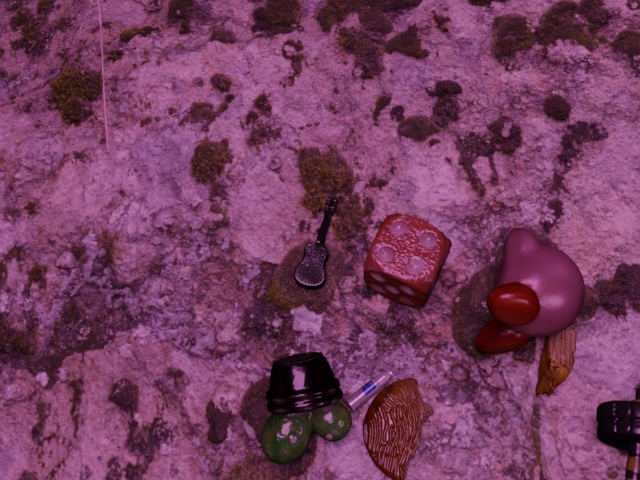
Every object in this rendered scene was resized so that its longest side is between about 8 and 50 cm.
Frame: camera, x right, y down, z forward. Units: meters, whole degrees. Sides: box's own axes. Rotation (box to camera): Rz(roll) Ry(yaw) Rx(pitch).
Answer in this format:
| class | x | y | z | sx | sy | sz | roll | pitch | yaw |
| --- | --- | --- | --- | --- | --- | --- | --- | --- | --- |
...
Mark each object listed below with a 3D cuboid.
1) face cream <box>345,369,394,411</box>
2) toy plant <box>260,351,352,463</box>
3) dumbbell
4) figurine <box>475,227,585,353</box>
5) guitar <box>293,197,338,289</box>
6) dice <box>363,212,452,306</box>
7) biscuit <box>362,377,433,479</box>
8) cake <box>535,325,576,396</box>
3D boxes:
| class | x | y | z | sx | sy | sz | roll | pitch | yaw |
| --- | --- | --- | --- | --- | --- | --- | --- | --- | --- |
| face cream | 0.119 | 0.355 | 1.839 | 0.130 | 0.034 | 0.034 | -36 | 67 | -11 |
| toy plant | -0.041 | 0.386 | 1.777 | 0.217 | 0.175 | 0.235 | -10 | 90 | -6 |
| dumbbell | 0.665 | 0.501 | 1.639 | 0.185 | 0.185 | 0.389 | 11 | 67 | 10 |
| figurine | 0.502 | 0.132 | 1.797 | 0.211 | 0.270 | 0.262 | 17 | 57 | 13 |
| guitar | 0.000 | -0.002 | 2.013 | 0.083 | 0.038 | 0.271 | 12 | 67 | 9 |
| dice | 0.215 | 0.049 | 1.895 | 0.179 | 0.175 | 0.174 | 22 | 68 | 15 |
| biscuit | 0.185 | 0.441 | 1.795 | 0.176 | 0.031 | 0.229 | -14 | 64 | 0 |
| cake | 0.560 | 0.290 | 1.829 | 0.079 | 0.116 | 0.185 | 11 | 35 | 5 |
